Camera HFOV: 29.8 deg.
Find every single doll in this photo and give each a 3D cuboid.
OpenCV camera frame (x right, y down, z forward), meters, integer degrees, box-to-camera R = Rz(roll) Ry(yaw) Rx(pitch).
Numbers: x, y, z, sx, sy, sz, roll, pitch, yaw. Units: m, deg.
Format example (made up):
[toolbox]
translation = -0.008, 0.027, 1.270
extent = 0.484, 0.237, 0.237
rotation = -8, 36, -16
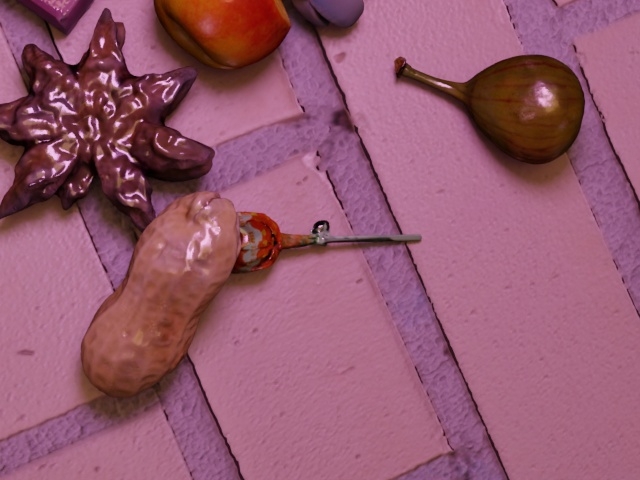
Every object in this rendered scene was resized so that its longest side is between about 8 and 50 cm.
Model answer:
[doll]
translation = -0.012, -0.402, 1.569
extent = 0.258, 0.153, 0.195
rotation = 33, 55, -47

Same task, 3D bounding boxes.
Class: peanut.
[peanut]
translation = -0.194, 0.067, 1.496
extent = 0.130, 0.130, 0.290
rotation = 31, 102, -5

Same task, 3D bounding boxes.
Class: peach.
[peach]
translation = -0.115, -0.323, 1.541
extent = 0.190, 0.190, 0.192
rotation = 36, 81, -4

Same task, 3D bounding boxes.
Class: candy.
[candy]
translation = 0.000, -0.001, 1.586
extent = 0.287, 0.084, 0.078
rotation = -2, 80, -17

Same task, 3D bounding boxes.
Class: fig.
[fig]
translation = 0.224, -0.181, 1.620
extent = 0.259, 0.151, 0.151
rotation = 5, 83, 15

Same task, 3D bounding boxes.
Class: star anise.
[star anise]
translation = -0.290, -0.128, 1.529
extent = 0.315, 0.108, 0.315
rotation = 1, 82, -10

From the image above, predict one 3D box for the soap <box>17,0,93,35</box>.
[soap]
translation = -0.385, -0.416, 1.557
extent = 0.259, 0.081, 0.181
rotation = 36, 80, -4
